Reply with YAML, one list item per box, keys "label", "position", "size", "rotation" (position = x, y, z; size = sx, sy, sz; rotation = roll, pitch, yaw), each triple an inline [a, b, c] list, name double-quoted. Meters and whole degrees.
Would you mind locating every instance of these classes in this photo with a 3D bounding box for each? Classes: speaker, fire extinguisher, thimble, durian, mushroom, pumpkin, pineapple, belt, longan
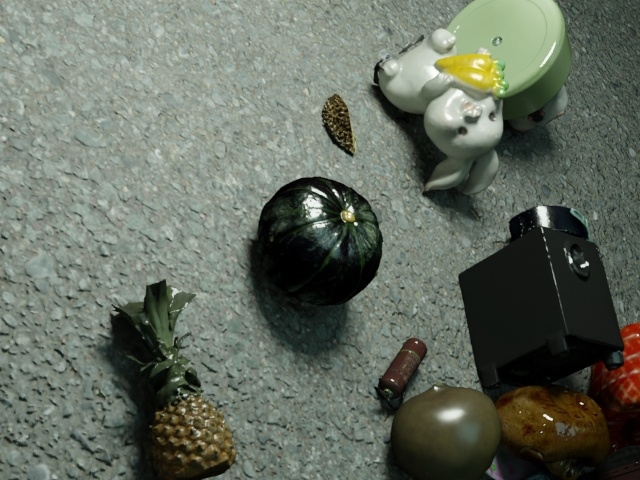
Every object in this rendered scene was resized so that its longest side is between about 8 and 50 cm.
- label: "speaker"
  position: [0.419, 0.142, 1.921]
  size: [0.184, 0.232, 0.254]
  rotation: [15, 55, -36]
- label: "fire extinguisher"
  position: [0.137, 0.234, 1.736]
  size: [0.157, 0.045, 0.078]
  rotation: [-49, 123, -49]
- label: "thimble"
  position: [0.703, 0.322, 2.000]
  size: [0.350, 0.350, 0.230]
  rotation: [41, 43, -17]
- label: "durian"
  position: [0.036, -0.223, 1.946]
  size: [0.066, 0.052, 0.130]
  rotation: [53, 19, -76]
- label: "mushroom"
  position: [0.416, 0.327, 1.830]
  size: [0.231, 0.138, 0.194]
  rotation: [8, 34, -40]
- label: "pumpkin"
  position: [0.000, 0.000, 1.663]
  size: [0.220, 0.162, 0.220]
  rotation: [26, 44, -28]
- label: "pineapple"
  position: [-0.196, 0.190, 1.389]
  size: [0.130, 0.119, 0.277]
  rotation: [-11, 70, -27]
- label: "belt"
  position: [0.491, -0.009, 2.149]
  size: [0.198, 0.151, 0.078]
  rotation: [19, 52, -38]
- label: "longan"
  position: [0.206, 0.320, 1.653]
  size: [0.189, 0.189, 0.189]
  rotation: [24, 50, -32]

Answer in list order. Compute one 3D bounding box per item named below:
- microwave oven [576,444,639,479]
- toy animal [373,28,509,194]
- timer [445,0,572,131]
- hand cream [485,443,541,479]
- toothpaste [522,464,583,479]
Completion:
- label: "microwave oven"
  position: [0.615, 0.488, 1.881]
  size: [0.178, 0.247, 0.188]
  rotation: [15, 54, -34]
- label: "toy animal"
  position: [0.255, -0.260, 2.035]
  size: [0.183, 0.247, 0.310]
  rotation: [-23, 66, -32]
- label: "timer"
  position: [0.454, -0.362, 2.295]
  size: [0.315, 0.291, 0.291]
  rotation: [41, 38, -49]
- label: "hand cream"
  position: [0.332, 0.402, 1.820]
  size: [0.275, 0.050, 0.079]
  rotation: [37, 69, -29]
- label: "toothpaste"
  position: [0.429, 0.434, 1.864]
  size: [0.268, 0.047, 0.069]
  rotation: [-18, 94, -53]
